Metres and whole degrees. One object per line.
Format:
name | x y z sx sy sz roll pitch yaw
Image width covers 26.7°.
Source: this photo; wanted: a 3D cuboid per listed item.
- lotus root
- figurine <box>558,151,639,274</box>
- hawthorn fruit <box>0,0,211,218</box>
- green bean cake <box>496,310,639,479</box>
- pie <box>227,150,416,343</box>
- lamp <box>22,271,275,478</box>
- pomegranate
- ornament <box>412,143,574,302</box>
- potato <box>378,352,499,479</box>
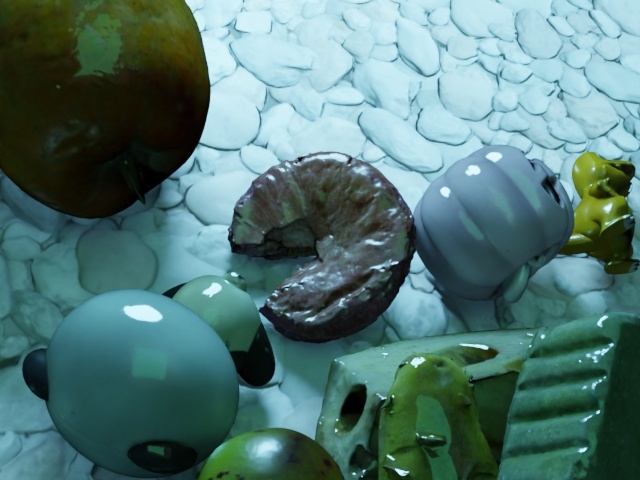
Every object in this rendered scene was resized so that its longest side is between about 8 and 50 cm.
lotus root | 0.151 0.191 1.371 0.314 0.142 0.210 3 93 -15
figurine | 0.313 -0.038 1.591 0.122 0.121 0.176 -7 38 16
hawthorn fruit | -0.248 -0.154 1.455 0.268 0.267 0.300 -10 62 -18
green bean cake | 0.273 0.204 1.230 0.227 0.125 0.222 40 50 -28
pie | 0.000 0.000 1.477 0.204 0.054 0.218 -40 64 -5
lamp | -0.159 0.125 1.327 0.198 0.197 0.244 35 36 13
pomegranate | -0.064 0.256 1.247 0.205 0.159 0.159 -11 44 35
ornament | 0.195 -0.013 1.490 0.178 0.177 0.177 5 55 -8
potato | 0.110 0.212 1.222 0.117 0.090 0.225 -3 71 -22
